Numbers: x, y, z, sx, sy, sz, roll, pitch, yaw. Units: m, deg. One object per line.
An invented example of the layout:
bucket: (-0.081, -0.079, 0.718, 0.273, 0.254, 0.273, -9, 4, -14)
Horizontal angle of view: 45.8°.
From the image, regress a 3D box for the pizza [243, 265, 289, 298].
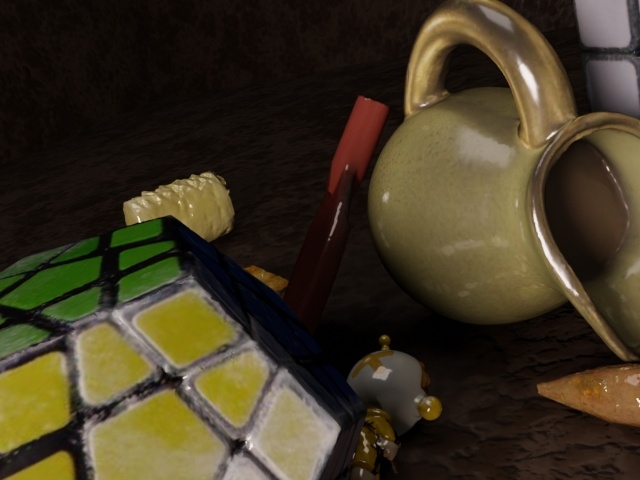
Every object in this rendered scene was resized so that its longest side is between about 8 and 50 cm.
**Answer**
pizza: (-0.091, 0.084, 0.948, 0.134, 0.046, 0.175, -6, 23, 29)

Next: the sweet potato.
sweet potato: (0.274, 0.117, 0.570, 0.218, 0.051, 0.065, -2, 10, 36)

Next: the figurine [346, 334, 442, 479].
figurine: (0.044, 0.151, 0.647, 0.143, 0.068, 0.101, -47, 25, -26)

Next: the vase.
vase: (0.177, -0.066, 0.706, 0.241, 0.329, 0.302, -29, 17, -19)

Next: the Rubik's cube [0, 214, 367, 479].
Rubik's cube: (-0.124, 0.142, 0.499, 0.264, 0.319, 0.319, -43, 21, 3)

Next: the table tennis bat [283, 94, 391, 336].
table tennis bat: (0.000, 0.000, 0.791, 0.038, 0.310, 0.200, 21, 4, -8)

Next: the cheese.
cheese: (-0.235, -0.039, 1.276, 0.167, 0.123, 0.094, -26, 21, -30)

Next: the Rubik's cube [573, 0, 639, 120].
Rubik's cube: (0.475, -0.134, 0.667, 0.345, 0.337, 0.344, -20, 20, -14)
